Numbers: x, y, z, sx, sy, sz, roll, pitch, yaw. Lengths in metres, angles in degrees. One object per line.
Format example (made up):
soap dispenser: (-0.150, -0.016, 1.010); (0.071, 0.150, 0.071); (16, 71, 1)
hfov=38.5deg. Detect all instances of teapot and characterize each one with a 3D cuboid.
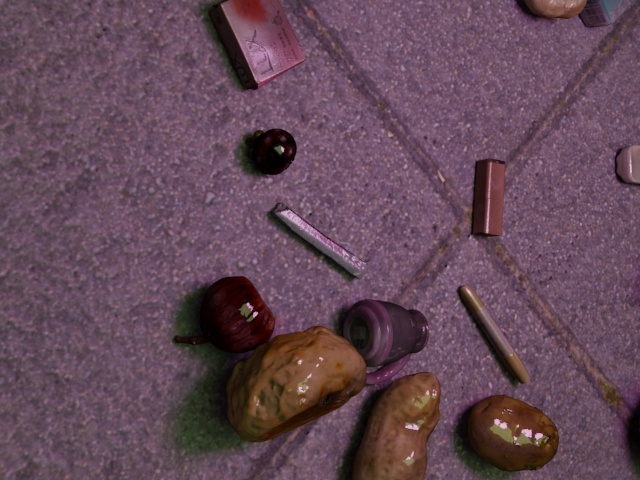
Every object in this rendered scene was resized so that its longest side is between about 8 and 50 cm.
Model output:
teapot: (0.122, 0.176, 1.599); (0.146, 0.116, 0.148); (2, 82, -39)

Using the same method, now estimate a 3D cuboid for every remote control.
remote control: (0.737, -0.159, 1.983); (0.230, 0.049, 0.090); (2, 86, -28)

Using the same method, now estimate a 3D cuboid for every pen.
pen: (0.332, 0.181, 1.757); (0.032, 0.040, 0.233); (-39, 101, -25)

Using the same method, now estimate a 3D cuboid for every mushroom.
mushroom: (0.468, -0.508, 1.823); (0.148, 0.112, 0.148); (5, 82, -37)

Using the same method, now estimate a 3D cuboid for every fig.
fig: (-0.146, 0.117, 1.453); (0.150, 0.128, 0.128); (2, 86, -22)

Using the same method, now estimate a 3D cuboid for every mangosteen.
mangosteen: (-0.079, -0.150, 1.526); (0.081, 0.081, 0.081); (2, 86, -28)

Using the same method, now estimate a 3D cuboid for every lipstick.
lipstick: (0.324, -0.082, 1.758); (0.045, 0.045, 0.145); (7, 83, -30)

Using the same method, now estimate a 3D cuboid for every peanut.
peanut: (0.138, 0.346, 1.584); (0.122, 0.137, 0.253); (27, 73, -26)

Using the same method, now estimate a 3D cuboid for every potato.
potato: (0.354, 0.361, 1.709); (0.176, 0.137, 0.137); (26, 74, -3)

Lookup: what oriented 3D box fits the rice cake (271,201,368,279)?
rice cake: (0.000, 0.000, 1.586); (0.207, 0.033, 0.033); (37, 81, -21)

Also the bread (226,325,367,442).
bread: (-0.044, 0.221, 1.448); (0.244, 0.244, 0.134); (-17, 69, -28)

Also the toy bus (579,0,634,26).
toy bus: (0.638, -0.558, 1.935); (0.262, 0.091, 0.109); (-43, 117, -22)

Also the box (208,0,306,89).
box: (-0.106, -0.343, 1.534); (0.111, 0.060, 0.156); (-32, 101, -25)
